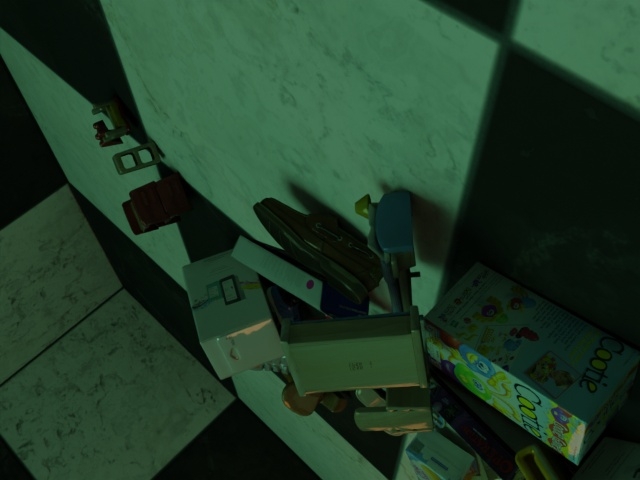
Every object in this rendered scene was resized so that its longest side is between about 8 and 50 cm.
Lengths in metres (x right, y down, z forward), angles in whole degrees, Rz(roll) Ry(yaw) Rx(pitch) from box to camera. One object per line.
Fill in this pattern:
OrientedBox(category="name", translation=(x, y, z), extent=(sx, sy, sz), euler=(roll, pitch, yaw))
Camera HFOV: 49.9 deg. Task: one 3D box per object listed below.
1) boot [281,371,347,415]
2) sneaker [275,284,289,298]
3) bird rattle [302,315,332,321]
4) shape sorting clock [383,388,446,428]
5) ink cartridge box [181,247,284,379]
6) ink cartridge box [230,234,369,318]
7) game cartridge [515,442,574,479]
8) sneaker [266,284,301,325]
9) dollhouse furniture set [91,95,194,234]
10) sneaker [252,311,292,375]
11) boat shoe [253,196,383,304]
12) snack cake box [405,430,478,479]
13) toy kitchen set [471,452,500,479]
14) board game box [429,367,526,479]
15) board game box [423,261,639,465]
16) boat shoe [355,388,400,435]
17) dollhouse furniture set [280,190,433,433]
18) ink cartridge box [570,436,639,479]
OrientedBox(category="boot", translation=(-0.069, 0.437, 2.091), extent=(0.211, 0.104, 0.295), euler=(31, -176, 42))
OrientedBox(category="sneaker", translation=(-0.106, 0.150, 1.910), extent=(0.069, 0.038, 0.098), euler=(52, 148, -4))
OrientedBox(category="bird rattle", translation=(0.077, 0.251, 1.631), extent=(0.207, 0.143, 0.253), euler=(44, 167, -36))
OrientedBox(category="shape sorting clock", translation=(0.221, 0.391, 1.693), extent=(0.206, 0.040, 0.206), euler=(40, 156, 21))
OrientedBox(category="ink cartridge box", translation=(-0.236, 0.194, 1.876), extent=(0.198, 0.197, 0.270), euler=(76, 173, -49))
OrientedBox(category="ink cartridge box", translation=(-0.023, 0.096, 1.522), extent=(0.371, 0.069, 0.175), euler=(30, -175, 41))
OrientedBox(category="game cartridge", translation=(0.450, 0.493, 1.158), extent=(0.323, 0.052, 0.285), euler=(41, -163, -56))
OrientedBox(category="sneaker", translation=(-0.075, 0.181, 1.834), extent=(0.084, 0.058, 0.152), euler=(-22, 98, 41))
OrientedBox(category="dollhouse furniture set", translation=(-0.521, -0.216, 1.982), extent=(0.201, 0.152, 0.374), euler=(-15, 97, 66))
OrientedBox(category="sneaker", translation=(-0.076, 0.294, 1.987), extent=(0.321, 0.180, 0.125), euler=(12, 132, 2))
OrientedBox(category="boat shoe", translation=(0.000, 0.000, 1.389), extent=(0.307, 0.104, 0.111), euler=(39, 165, 18))
OrientedBox(category="snack cake box", translation=(0.318, 0.589, 1.745), extent=(0.152, 0.089, 0.264), euler=(28, 156, 35))
OrientedBox(category="toy kitchen set", translation=(0.390, 0.517, 1.597), extent=(0.083, 0.068, 0.075), euler=(123, 132, -67))
OrientedBox(category="board game box", translation=(0.280, 0.349, 1.336), extent=(0.208, 0.056, 0.347), euler=(36, -175, -47))
OrientedBox(category="board game box", translation=(0.312, 0.180, 1.048), extent=(0.275, 0.144, 0.142), euler=(33, 154, 35))
OrientedBox(category="boat shoe", translation=(0.170, 0.451, 1.886), extent=(0.206, 0.075, 0.065), euler=(51, -159, -20))
OrientedBox(category="dollhouse furniture set", translation=(0.070, 0.114, 1.138), extent=(0.198, 0.303, 0.286), euler=(-5, 132, 10))
OrientedBox(category="ink cartridge box", translation=(0.554, 0.425, 1.040), extent=(0.197, 0.114, 0.273), euler=(53, 159, -10))
